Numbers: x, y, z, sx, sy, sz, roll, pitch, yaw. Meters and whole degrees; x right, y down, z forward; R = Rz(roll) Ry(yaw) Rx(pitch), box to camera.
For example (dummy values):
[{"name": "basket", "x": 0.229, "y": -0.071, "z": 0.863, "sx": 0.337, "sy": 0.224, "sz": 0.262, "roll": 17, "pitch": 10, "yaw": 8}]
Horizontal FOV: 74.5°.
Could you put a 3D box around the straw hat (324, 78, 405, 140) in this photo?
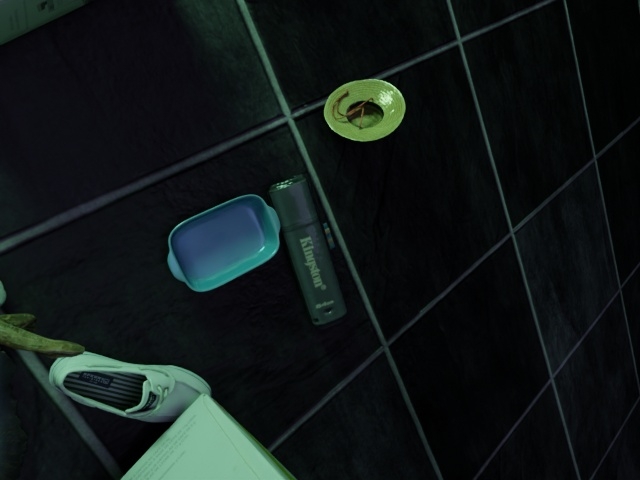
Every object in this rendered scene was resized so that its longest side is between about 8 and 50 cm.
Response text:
[{"name": "straw hat", "x": 0.082, "y": -0.225, "z": 0.776, "sx": 0.144, "sy": 0.145, "sz": 0.061, "roll": -61, "pitch": 162, "yaw": -15}]

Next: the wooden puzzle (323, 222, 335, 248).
[{"name": "wooden puzzle", "x": 0.000, "y": 0.000, "z": 0.774, "sx": 0.049, "sy": 0.006, "sz": 0.083, "roll": -28, "pitch": 107, "yaw": -29}]

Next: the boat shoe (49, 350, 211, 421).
[{"name": "boat shoe", "x": -0.250, "y": 0.214, "z": 0.579, "sx": 0.226, "sy": 0.076, "sz": 0.083, "roll": 23, "pitch": 80, "yaw": -32}]

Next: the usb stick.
[{"name": "usb stick", "x": -0.018, "y": 0.024, "z": 0.736, "sx": 0.077, "sy": 0.045, "sz": 0.277, "roll": -21, "pitch": 106, "yaw": -14}]

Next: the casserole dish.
[{"name": "casserole dish", "x": -0.150, "y": 0.001, "z": 0.657, "sx": 0.188, "sy": 0.037, "sz": 0.114, "roll": -29, "pitch": 108, "yaw": -28}]

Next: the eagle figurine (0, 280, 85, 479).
[{"name": "eagle figurine", "x": -0.425, "y": 0.182, "z": 0.424, "sx": 0.226, "sy": 0.225, "sz": 0.298, "roll": 35, "pitch": 107, "yaw": 10}]

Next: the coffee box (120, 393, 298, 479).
[{"name": "coffee box", "x": -0.103, "y": 0.479, "z": 0.513, "sx": 0.337, "sy": 0.338, "sz": 0.334, "roll": -45, "pitch": 125, "yaw": -23}]

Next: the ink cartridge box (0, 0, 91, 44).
[{"name": "ink cartridge box", "x": -0.341, "y": -0.372, "z": 0.458, "sx": 0.283, "sy": 0.117, "sz": 0.207, "roll": -45, "pitch": 115, "yaw": -23}]
